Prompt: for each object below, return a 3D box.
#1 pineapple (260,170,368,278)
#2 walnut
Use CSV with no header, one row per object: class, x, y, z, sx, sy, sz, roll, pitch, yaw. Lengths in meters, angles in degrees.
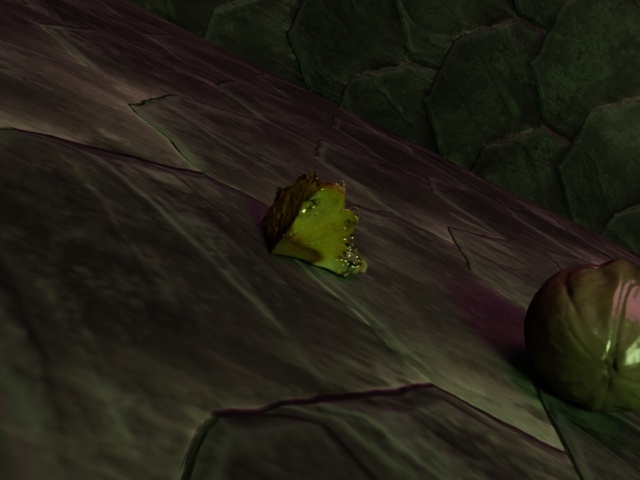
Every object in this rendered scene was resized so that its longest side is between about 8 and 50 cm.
pineapple,0.000,0.000,0.591,0.114,0.114,0.077,39,51,-14
walnut,0.257,0.085,0.579,0.140,0.140,0.162,34,8,23
